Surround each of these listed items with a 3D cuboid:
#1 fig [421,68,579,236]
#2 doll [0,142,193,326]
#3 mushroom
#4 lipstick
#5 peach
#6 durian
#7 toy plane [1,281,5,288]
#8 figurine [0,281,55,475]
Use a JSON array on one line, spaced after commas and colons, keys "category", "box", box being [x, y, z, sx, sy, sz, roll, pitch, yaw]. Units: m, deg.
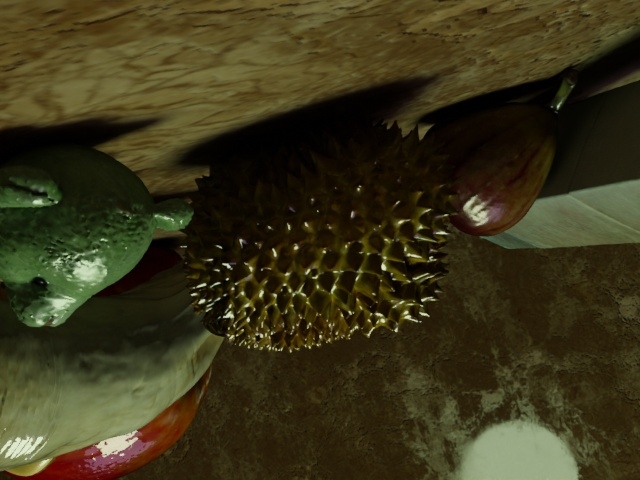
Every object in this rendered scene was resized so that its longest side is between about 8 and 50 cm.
[{"category": "fig", "box": [0.125, -0.061, 0.666, 0.125, 0.089, 0.089, -36, 170, 21]}, {"category": "doll", "box": [-0.134, 0.000, 0.462, 0.150, 0.078, 0.115, -3, 176, 44]}, {"category": "mushroom", "box": [-0.152, 0.072, 0.574, 0.123, 0.095, 0.351, -54, 167, 16]}, {"category": "lipstick", "box": [0.187, -0.046, 0.708, 0.076, 0.080, 0.371, 25, 172, -10]}, {"category": "peach", "box": [-0.249, 0.120, 1.001, 0.274, 0.245, 0.249, -5, 149, 13]}, {"category": "durian", "box": [0.000, 0.000, 0.581, 0.168, 0.137, 0.158, -25, 156, 3]}, {"category": "toy plane", "box": [-0.145, -0.003, 0.575, 0.111, 0.040, 0.102, -18, 178, 16]}, {"category": "figurine", "box": [-0.281, 0.119, 0.639, 0.208, 0.181, 0.257, -39, 170, 16]}]
